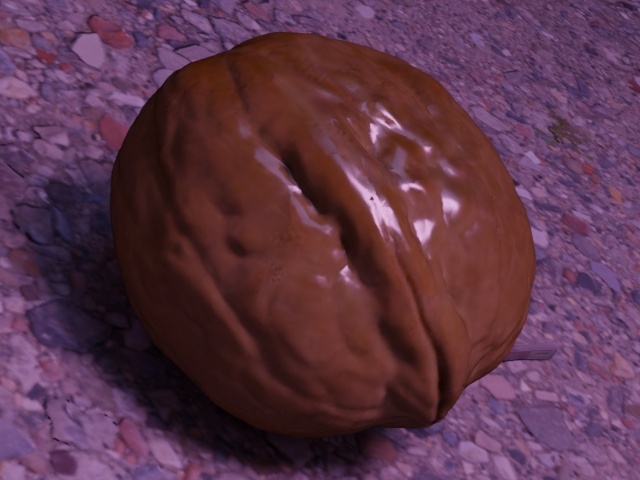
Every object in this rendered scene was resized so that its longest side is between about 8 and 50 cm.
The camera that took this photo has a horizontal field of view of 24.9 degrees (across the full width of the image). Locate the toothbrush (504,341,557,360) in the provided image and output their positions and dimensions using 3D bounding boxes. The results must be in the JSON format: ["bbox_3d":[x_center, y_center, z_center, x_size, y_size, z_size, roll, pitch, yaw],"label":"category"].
[{"bbox_3d":[0.136,0.097,1.257,0.194,0.014,0.017,3,40,-38],"label":"toothbrush"}]

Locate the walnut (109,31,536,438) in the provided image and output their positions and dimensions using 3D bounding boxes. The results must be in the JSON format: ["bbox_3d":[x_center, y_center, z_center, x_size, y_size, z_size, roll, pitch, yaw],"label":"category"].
[{"bbox_3d":[0.001,-0.001,1.050,0.277,0.252,0.313,-13,62,-50],"label":"walnut"}]
